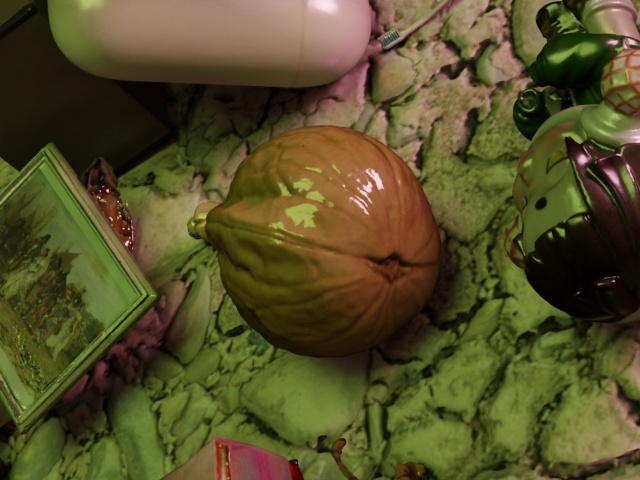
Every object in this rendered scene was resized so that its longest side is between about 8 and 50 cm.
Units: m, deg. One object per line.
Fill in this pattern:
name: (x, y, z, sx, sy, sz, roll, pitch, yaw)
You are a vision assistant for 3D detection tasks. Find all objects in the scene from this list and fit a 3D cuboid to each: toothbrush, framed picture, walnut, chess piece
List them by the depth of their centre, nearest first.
walnut: (0.000, 0.000, 1.548, 0.228, 0.228, 0.228, -20, 50, 26)
chess piece: (-0.070, -0.032, 1.733, 0.172, 0.060, 0.060, -17, 52, 32)
framed picture: (-0.306, 0.044, 1.750, 0.217, 0.017, 0.274, -46, 53, 7)
toothbrush: (0.147, -0.269, 1.754, 0.204, 0.022, 0.017, -35, 48, 9)

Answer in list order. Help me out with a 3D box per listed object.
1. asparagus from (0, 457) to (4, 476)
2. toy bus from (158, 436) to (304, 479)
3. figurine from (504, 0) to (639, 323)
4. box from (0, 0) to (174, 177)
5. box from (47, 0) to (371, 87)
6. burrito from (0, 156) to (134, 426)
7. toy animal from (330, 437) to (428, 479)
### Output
asparagus: (-0.388, 0.349, 1.709, 0.067, 0.060, 0.278, -23, 47, 37)
toy bus: (-0.062, 0.326, 1.415, 0.127, 0.147, 0.303, -33, 44, 23)
figurine: (0.247, -0.078, 1.429, 0.281, 0.167, 0.370, 114, 160, -51)
box: (-0.314, -0.194, 1.891, 0.188, 0.252, 0.153, -31, 43, 21)
box: (-0.125, -0.292, 1.793, 0.349, 0.141, 0.289, 0, 48, -12)
burrito: (-0.316, 0.084, 1.811, 0.348, 0.107, 0.175, -45, 59, 6)
toy animal: (0.067, 0.246, 1.385, 0.114, 0.116, 0.255, -50, 43, -4)
